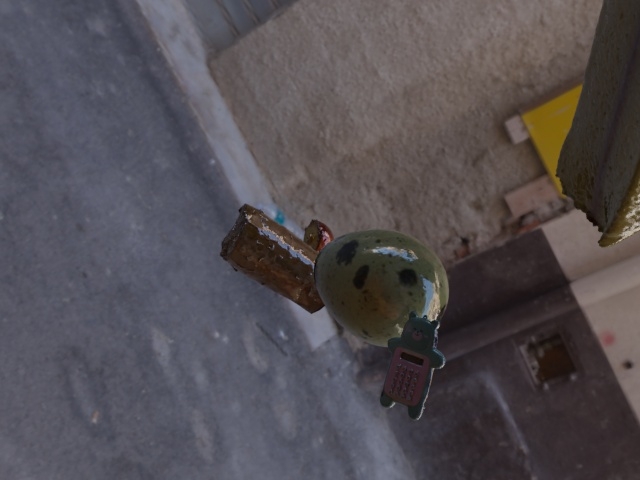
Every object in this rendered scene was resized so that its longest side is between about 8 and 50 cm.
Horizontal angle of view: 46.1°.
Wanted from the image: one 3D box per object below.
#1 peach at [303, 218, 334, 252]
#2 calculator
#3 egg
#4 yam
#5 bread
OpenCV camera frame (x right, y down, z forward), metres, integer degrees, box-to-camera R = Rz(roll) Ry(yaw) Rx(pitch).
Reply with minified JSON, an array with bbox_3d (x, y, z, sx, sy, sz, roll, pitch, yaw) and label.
[{"bbox_3d":[-0.001,0.000,1.653,0.061,0.098,0.098,15,45,-24],"label":"peach"},{"bbox_3d":[0.126,0.170,1.033,0.019,0.094,0.141,18,87,-50],"label":"calculator"},{"bbox_3d":[0.088,0.066,1.157,0.228,0.177,0.177,25,1,33],"label":"egg"},{"bbox_3d":[-0.081,0.039,1.476,0.238,0.129,0.128,35,56,-14],"label":"yam"},{"bbox_3d":[0.400,-0.172,0.999,0.245,0.362,0.233,19,39,-24],"label":"bread"}]
